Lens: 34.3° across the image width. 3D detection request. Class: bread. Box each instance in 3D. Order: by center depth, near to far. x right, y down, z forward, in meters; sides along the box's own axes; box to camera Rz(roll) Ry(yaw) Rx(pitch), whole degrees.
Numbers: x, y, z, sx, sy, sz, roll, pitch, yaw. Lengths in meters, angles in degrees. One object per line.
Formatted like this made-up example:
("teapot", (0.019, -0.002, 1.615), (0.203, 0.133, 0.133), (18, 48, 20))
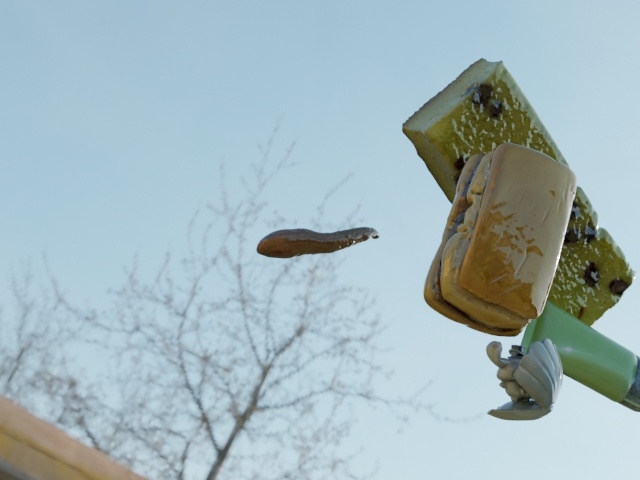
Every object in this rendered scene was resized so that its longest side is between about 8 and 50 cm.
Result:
("bread", (0.190, -0.003, 1.080), (0.116, 0.200, 0.077), (24, -20, -10))
("bread", (0.255, -0.040, 1.276), (0.361, 0.138, 0.077), (52, -11, -20))

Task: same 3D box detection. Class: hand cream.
("hand cream", (0.319, 0.140, 1.225), (0.175, 0.095, 0.046), (28, -37, -1))

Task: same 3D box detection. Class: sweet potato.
("sweet potato", (0.000, 0.000, 1.718), (0.214, 0.050, 0.050), (-6, -23, -13))

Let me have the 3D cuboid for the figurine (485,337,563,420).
("figurine", (0.218, 0.145, 1.103), (0.082, 0.086, 0.094), (-2, 4, 43))
